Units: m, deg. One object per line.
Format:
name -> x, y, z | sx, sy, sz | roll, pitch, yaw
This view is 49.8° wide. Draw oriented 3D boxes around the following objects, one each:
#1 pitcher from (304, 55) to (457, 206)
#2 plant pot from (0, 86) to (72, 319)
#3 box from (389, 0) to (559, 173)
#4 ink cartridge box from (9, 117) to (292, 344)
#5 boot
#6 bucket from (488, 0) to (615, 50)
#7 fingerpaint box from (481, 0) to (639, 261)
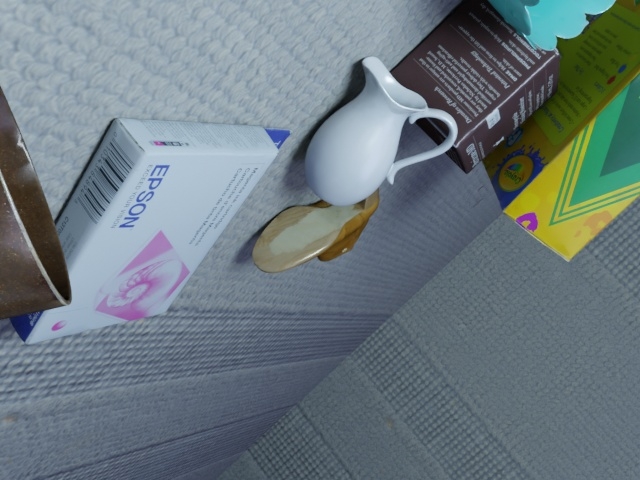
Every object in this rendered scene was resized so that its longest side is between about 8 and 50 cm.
pitcher -> 0.084, -0.139, 1.026 | 0.207, 0.177, 0.125 | -55, -175, 31
plant pot -> -0.328, -0.017, 0.488 | 0.230, 0.216, 0.215 | -19, 156, -14
box -> 0.246, -0.249, 1.099 | 0.203, 0.167, 0.168 | -43, 162, 7
ink cartridge box -> -0.200, -0.014, 0.915 | 0.330, 0.071, 0.324 | -9, 143, -55
boot -> 0.000, -0.001, 1.281 | 0.295, 0.104, 0.211 | -39, 162, -20
bucket -> 0.289, -0.392, 0.838 | 0.281, 0.183, 0.281 | -35, 161, -14
fingerpaint box -> 0.460, -0.234, 1.212 | 0.371, 0.163, 0.445 | -49, -163, 23
